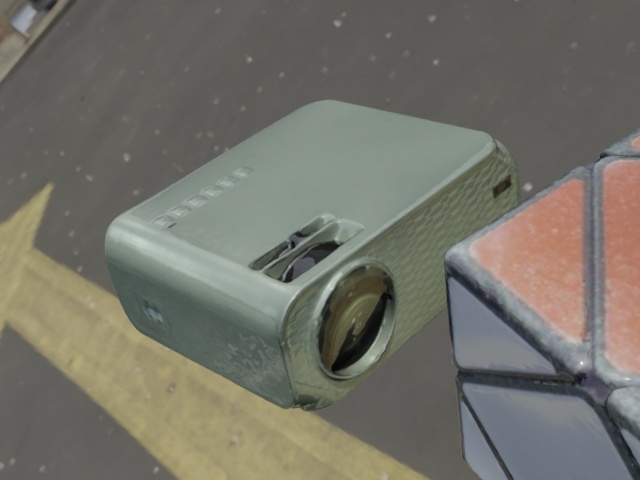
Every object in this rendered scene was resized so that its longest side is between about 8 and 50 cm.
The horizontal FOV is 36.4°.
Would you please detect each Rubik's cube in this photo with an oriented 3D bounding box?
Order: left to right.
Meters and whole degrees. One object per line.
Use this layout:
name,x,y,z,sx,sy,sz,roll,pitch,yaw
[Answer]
Rubik's cube,0.207,0.076,0.507,0.205,0.205,0.207,-33,51,-18

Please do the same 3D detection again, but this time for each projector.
projector,0.000,0.000,0.723,0.198,0.108,0.250,18,42,41
